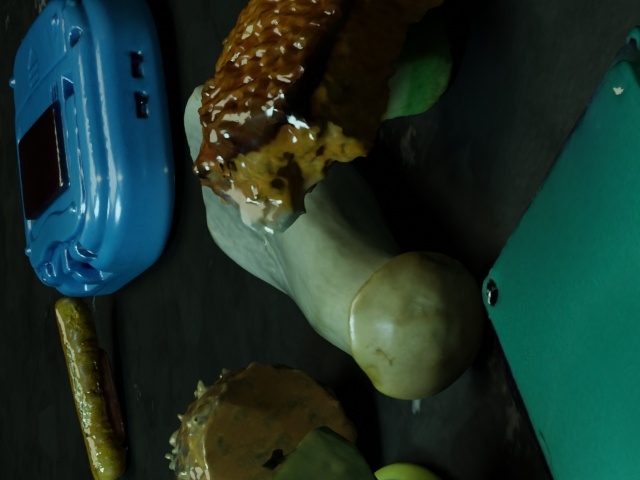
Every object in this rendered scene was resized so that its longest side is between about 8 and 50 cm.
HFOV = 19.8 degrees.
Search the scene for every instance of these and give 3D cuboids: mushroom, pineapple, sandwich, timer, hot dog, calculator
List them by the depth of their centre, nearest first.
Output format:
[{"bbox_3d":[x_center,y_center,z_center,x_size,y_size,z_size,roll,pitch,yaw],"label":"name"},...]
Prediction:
[{"bbox_3d":[0.189,0.057,1.030,0.248,0.058,0.274,113,147,-45],"label":"calculator"},{"bbox_3d":[0.020,-0.138,1.287,0.250,0.162,0.301,16,76,53],"label":"sandwich"},{"bbox_3d":[0.000,0.000,1.363,0.122,0.159,0.329,-48,36,1],"label":"mushroom"},{"bbox_3d":[-0.058,0.195,1.536,0.278,0.158,0.157,124,140,-72],"label":"pineapple"},{"bbox_3d":[-0.253,-0.105,1.984,0.340,0.115,0.309,150,114,-65],"label":"timer"},{"bbox_3d":[-0.253,0.166,2.057,0.066,0.047,0.215,69,-173,-82],"label":"hot dog"}]

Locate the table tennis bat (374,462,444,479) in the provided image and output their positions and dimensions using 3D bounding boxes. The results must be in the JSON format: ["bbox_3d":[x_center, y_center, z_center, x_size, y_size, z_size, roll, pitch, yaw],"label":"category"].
[{"bbox_3d":[0.042,0.329,1.391,0.224,0.054,0.368,63,143,42],"label":"table tennis bat"}]

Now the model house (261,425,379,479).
[{"bbox_3d":[0.050,0.314,1.176,0.266,0.261,0.321,21,127,21],"label":"model house"}]
